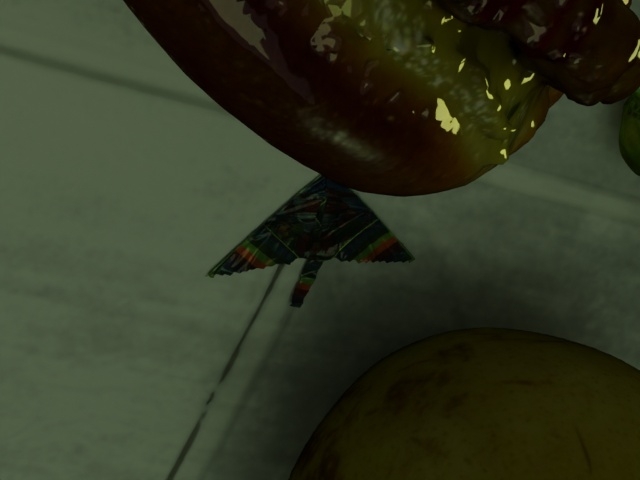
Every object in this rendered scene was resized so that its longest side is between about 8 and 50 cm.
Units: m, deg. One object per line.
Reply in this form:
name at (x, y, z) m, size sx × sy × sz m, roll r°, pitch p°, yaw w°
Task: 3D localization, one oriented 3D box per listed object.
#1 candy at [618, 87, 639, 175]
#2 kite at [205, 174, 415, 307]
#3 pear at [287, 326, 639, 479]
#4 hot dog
candy at (0.157, -0.103, 0.956) m, size 0.062 × 0.058 × 0.194 m, roll -41°, pitch 121°, yaw -1°
kite at (0.000, 0.000, 0.988) m, size 0.122 × 0.004 × 0.090 m, roll 1°, pitch 123°, yaw -23°
pear at (0.106, 0.184, 1.001) m, size 0.280 × 0.281 × 0.281 m, roll -11°, pitch 127°, yaw -15°
hot dog at (0.004, -0.161, 0.729) m, size 0.185 × 0.223 × 0.405 m, roll -43°, pitch 126°, yaw 16°
